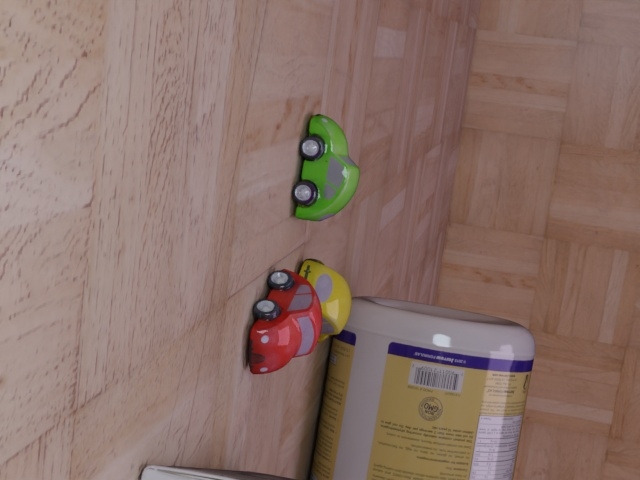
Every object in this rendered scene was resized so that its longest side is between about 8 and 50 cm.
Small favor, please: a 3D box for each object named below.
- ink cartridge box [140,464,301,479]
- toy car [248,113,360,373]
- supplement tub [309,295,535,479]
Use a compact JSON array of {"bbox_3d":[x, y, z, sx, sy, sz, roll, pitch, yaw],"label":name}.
[{"bbox_3d":[-0.052,0.273,0.743,0.283,0.117,0.207,55,45,-74],"label":"ink cartridge box"},{"bbox_3d":[0.000,0.000,0.943,0.239,0.053,0.224,-8,108,-79],"label":"toy car"},{"bbox_3d":[0.113,0.245,1.238,0.241,0.241,0.331,4,96,-79],"label":"supplement tub"}]
